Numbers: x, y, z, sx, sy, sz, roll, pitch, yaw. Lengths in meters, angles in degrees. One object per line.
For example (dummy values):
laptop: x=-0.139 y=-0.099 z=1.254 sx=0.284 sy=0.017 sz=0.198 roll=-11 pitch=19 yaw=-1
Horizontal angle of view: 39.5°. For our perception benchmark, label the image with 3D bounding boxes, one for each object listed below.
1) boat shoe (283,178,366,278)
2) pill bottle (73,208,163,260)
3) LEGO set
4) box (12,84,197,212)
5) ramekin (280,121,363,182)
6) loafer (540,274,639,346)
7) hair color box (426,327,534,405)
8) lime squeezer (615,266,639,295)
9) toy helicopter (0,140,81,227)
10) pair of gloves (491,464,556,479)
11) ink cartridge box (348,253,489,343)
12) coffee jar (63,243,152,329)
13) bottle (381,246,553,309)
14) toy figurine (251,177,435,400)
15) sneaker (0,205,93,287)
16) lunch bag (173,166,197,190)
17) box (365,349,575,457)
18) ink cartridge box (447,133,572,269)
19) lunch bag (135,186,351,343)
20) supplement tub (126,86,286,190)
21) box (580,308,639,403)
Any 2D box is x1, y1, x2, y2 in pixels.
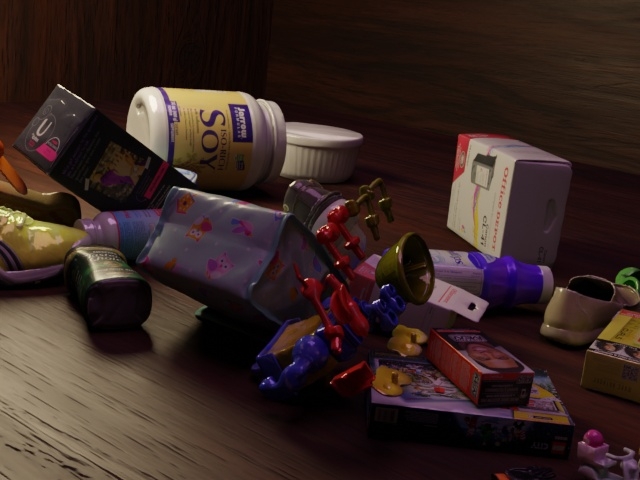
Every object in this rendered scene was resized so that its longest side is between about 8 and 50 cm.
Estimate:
boat shoe: x=0.003 y=-0.003 z=1.373 sx=0.091 sy=0.109 sz=0.305 roll=39 pitch=-14 yaw=17
pill bottle: x=-0.338 y=-0.008 z=1.531 sx=0.160 sy=0.087 sz=0.087 roll=-5 pitch=19 yaw=-36
LEGO set: x=0.417 y=0.212 z=0.995 sx=0.287 sy=0.107 sz=0.132 roll=-8 pitch=21 yaw=-43
box: x=-0.384 y=-0.132 z=1.604 sx=0.165 sy=0.143 sz=0.270 roll=31 pitch=-6 yaw=45
ramekin: x=-0.021 y=-0.241 z=2.451 sx=0.272 sy=0.127 sz=0.273 roll=7 pitch=15 yaw=-2
loafer: x=0.452 y=0.102 z=1.444 sx=0.102 sy=0.092 sz=0.268 roll=19 pitch=20 yaw=36
hair color box: x=0.190 y=0.150 z=1.076 sx=0.072 sy=0.043 sz=0.141 roll=2 pitch=16 yaw=-20
lime squeezer: x=0.581 y=0.102 z=1.611 sx=0.110 sy=0.059 sz=0.310 roll=44 pitch=24 yaw=9
toy helicopter: x=-0.573 y=-0.093 z=1.543 sx=0.355 sy=0.235 sz=0.140 roll=16 pitch=36 yaw=-40
pair of gloves: x=0.229 y=0.259 z=0.930 sx=0.074 sy=0.010 sz=0.083 roll=-3 pitch=15 yaw=-26
ink cartridge box: x=0.146 y=0.097 z=1.350 sx=0.198 sy=0.067 sz=0.115 roll=22 pitch=19 yaw=15
coffee jar: x=-0.314 y=0.063 z=1.295 sx=0.096 sy=0.079 sz=0.184 roll=-1 pitch=16 yaw=-28
bottle: x=0.245 y=0.066 z=1.489 sx=0.282 sy=0.092 sz=0.118 roll=4 pitch=14 yaw=-9
toy figurine: x=-0.005 y=0.089 z=1.104 sx=0.217 sy=0.191 sz=0.362 roll=-32 pitch=10 yaw=27
sneaker: x=-0.546 y=-0.017 z=1.366 sx=0.384 sy=0.147 sz=0.145 roll=3 pitch=14 yaw=-17
lunch bag: x=-0.347 y=-0.100 z=1.862 sx=0.176 sy=0.090 sz=0.219 roll=5 pitch=15 yaw=-3
box: x=0.172 y=0.194 z=1.078 sx=0.233 sy=0.044 sz=0.159 roll=7 pitch=15 yaw=1
ink cartridge box: x=0.387 y=-0.092 z=1.880 sx=0.131 sy=0.226 sz=0.306 roll=3 pitch=15 yaw=-12
lunch bag: x=-0.092 y=0.053 z=1.266 sx=0.223 sy=0.160 sz=0.262 roll=16 pitch=-17 yaw=33
supplement tub: x=-0.271 y=-0.236 z=2.107 sx=0.331 sy=0.241 sz=0.241 roll=-2 pitch=17 yaw=-27
box: x=0.449 y=0.162 z=1.287 sx=0.087 sy=0.058 sz=0.232 roll=14 pitch=16 yaw=28
